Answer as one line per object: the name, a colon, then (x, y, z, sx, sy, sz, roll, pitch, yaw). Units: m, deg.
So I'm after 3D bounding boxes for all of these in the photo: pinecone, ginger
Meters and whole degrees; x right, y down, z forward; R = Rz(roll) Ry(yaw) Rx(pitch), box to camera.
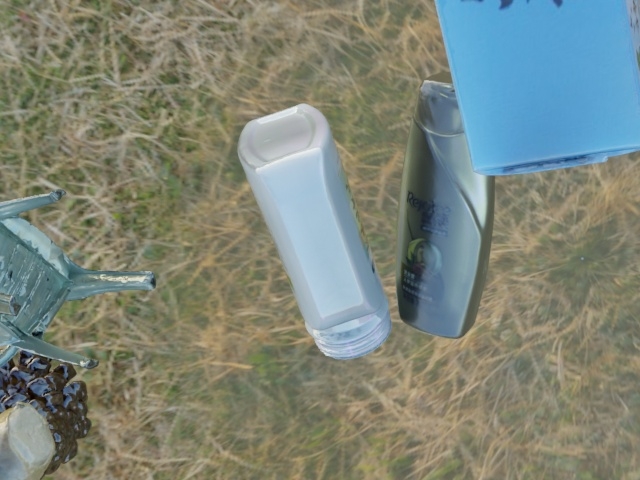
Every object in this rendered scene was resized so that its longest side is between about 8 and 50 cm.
pinecone: (-0.457, 0.266, 1.449, 0.201, 0.229, 0.202, 50, 125, 23)
ginger: (-0.291, 0.231, 0.869, 0.095, 0.069, 0.190, 5, 105, -12)

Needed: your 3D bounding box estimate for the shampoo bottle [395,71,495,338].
shampoo bottle: (0.161, -0.044, 1.241, 0.126, 0.084, 0.350, 19, 123, 28)

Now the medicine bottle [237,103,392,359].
medicine bottle: (0.000, 0.000, 1.245, 0.124, 0.179, 0.324, -18, 121, 0)

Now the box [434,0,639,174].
box: (0.096, -0.162, 0.444, 0.083, 0.142, 0.232, -7, 108, 22)

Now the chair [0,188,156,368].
chair: (-0.386, 0.071, 1.182, 0.275, 0.203, 0.190, -4, 51, 39)
